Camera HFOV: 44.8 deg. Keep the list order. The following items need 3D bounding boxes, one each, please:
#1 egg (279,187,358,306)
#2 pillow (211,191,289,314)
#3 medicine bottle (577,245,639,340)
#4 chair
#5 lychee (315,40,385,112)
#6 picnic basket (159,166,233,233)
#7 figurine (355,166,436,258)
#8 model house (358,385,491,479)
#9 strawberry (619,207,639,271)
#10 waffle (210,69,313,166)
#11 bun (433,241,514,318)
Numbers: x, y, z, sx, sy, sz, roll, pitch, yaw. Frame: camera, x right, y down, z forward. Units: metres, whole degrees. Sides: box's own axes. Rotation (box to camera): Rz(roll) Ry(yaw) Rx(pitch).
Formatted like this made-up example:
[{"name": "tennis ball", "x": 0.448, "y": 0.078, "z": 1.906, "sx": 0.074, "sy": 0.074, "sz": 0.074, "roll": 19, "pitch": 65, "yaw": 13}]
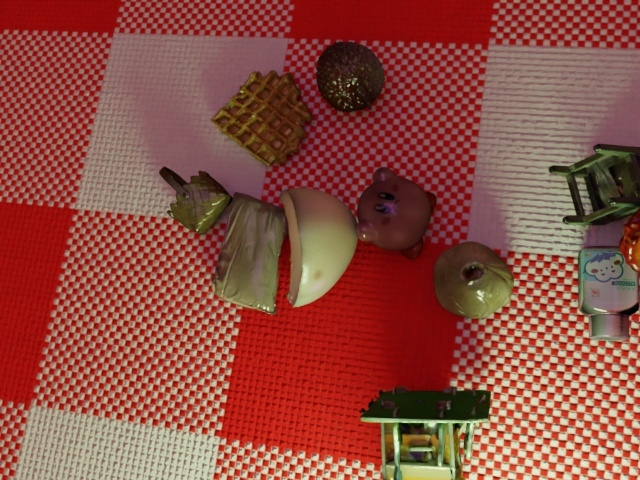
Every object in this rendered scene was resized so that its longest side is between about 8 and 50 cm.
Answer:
[{"name": "egg", "x": 0.005, "y": 0.001, "z": 1.735, "sx": 0.162, "sy": 0.206, "sz": 0.271, "roll": -5, "pitch": 78, "yaw": -15}, {"name": "pillow", "x": -0.156, "y": 0.027, "z": 1.826, "sx": 0.173, "sy": 0.067, "sz": 0.270, "roll": 12, "pitch": 79, "yaw": 12}, {"name": "medicine bottle", "x": 0.598, "y": 0.111, "z": 1.611, "sx": 0.119, "sy": 0.094, "sz": 0.188, "roll": 1, "pitch": 76, "yaw": 13}, {"name": "chair", "x": 0.640, "y": -0.116, "z": 1.654, "sx": 0.270, "sy": 0.147, "sz": 0.136, "roll": -2, "pitch": 73, "yaw": -32}, {"name": "lychee", "x": 0.072, "y": -0.380, "z": 1.820, "sx": 0.165, "sy": 0.165, "sz": 0.197, "roll": -34, "pitch": 48, "yaw": 3}, {"name": "picnic basket", "x": -0.317, "y": -0.111, "z": 1.865, "sx": 0.178, "sy": 0.128, "sz": 0.138, "roll": 40, "pitch": 91, "yaw": 3}, {"name": "figurine", "x": 0.162, "y": -0.062, "z": 1.719, "sx": 0.173, "sy": 0.173, "sz": 0.173, "roll": -3, "pitch": 76, "yaw": 13}, {"name": "model house", "x": 0.219, "y": 0.454, "z": 1.488, "sx": 0.243, "sy": 0.358, "sz": 0.312, "roll": -5, "pitch": 86, "yaw": 11}, {"name": "strawberry", "x": 0.748, "y": -0.051, "z": 1.542, "sx": 0.336, "sy": 0.265, "sz": 0.149, "roll": -14, "pitch": 45, "yaw": -3}, {"name": "waffle", "x": -0.119, "y": -0.310, "z": 1.906, "sx": 0.229, "sy": 0.057, "sz": 0.219, "roll": 38, "pitch": 87, "yaw": 18}, {"name": "bun", "x": 0.327, "y": 0.083, "z": 1.672, "sx": 0.173, "sy": 0.113, "sz": 0.166, "roll": -13, "pitch": 74, "yaw": 12}]
